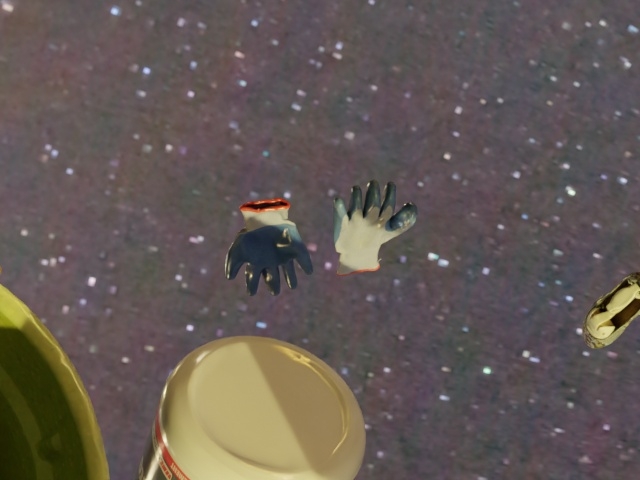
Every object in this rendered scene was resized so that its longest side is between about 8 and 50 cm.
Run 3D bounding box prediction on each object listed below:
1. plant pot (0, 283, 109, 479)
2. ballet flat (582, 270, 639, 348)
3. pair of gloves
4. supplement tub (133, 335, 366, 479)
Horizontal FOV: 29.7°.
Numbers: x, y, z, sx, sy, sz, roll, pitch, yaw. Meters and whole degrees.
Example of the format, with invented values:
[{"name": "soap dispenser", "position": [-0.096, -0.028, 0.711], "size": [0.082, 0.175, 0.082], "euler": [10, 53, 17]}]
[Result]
[{"name": "plant pot", "position": [-0.276, 0.159, 0.652], "size": [0.254, 0.276, 0.276], "euler": [140, -47, -62]}, {"name": "ballet flat", "position": [0.271, 0.064, 1.120], "size": [0.114, 0.041, 0.041], "euler": [-52, -137, 42]}, {"name": "pair of gloves", "position": [0.000, 0.000, 1.222], "size": [0.159, 0.198, 0.023], "euler": [94, -15, -56]}, {"name": "supplement tub", "position": [-0.083, 0.241, 1.148], "size": [0.191, 0.191, 0.272], "euler": [63, -36, 39]}]
